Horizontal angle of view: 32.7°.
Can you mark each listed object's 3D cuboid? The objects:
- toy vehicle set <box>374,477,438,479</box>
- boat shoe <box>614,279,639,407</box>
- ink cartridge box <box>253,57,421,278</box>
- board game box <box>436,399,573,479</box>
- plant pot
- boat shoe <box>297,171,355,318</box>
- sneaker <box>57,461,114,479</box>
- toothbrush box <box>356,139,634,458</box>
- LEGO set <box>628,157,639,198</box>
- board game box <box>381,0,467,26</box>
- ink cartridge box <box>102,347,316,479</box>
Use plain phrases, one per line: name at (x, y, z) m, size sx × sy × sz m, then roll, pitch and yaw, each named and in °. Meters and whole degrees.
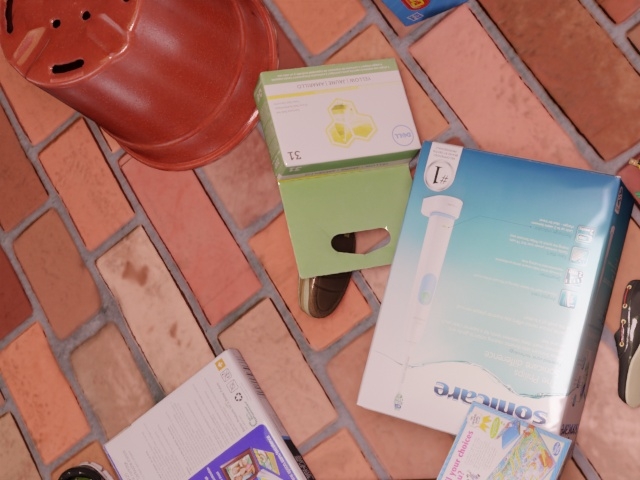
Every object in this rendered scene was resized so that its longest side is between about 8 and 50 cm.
toy vehicle set at (0.076, 0.345, 1.180) m, size 0.267 × 0.035 × 0.166 m, roll -6°, pitch 86°, yaw 18°
boat shoe at (0.330, 0.106, 1.133) m, size 0.042 × 0.049 × 0.133 m, roll 11°, pitch 92°, yaw 53°
ink cartridge box at (0.032, -0.087, 1.244) m, size 0.171 × 0.056 × 0.235 m, roll -9°, pitch 71°, yaw -18°
board game box at (0.162, 0.242, 1.033) m, size 0.103 × 0.026 × 0.154 m, roll 21°, pitch 73°, yaw 24°
plant pot at (-0.230, -0.246, 1.323) m, size 0.272 × 0.265 × 0.272 m, roll -5°, pitch 78°, yaw 23°
boat shoe at (0.000, 0.000, 1.293) m, size 0.072 × 0.068 × 0.190 m, roll 2°, pitch 69°, yaw 38°
sneaker at (-0.261, 0.333, 1.337) m, size 0.170 × 0.075 × 0.063 m, roll 35°, pitch 96°, yaw 25°
toothbrush box at (0.188, 0.064, 1.156) m, size 0.216 × 0.126 × 0.295 m, roll 12°, pitch 85°, yaw 24°
LEGO set at (0.448, -0.150, 1.041) m, size 0.255 × 0.192 × 0.331 m, roll 35°, pitch 95°, yaw 25°
board game box at (0.043, -0.436, 1.214) m, size 0.086 × 0.302 × 0.308 m, roll -21°, pitch 72°, yaw 20°
ink cartridge box at (-0.133, 0.272, 1.307) m, size 0.208 × 0.045 × 0.206 m, roll -38°, pitch 69°, yaw 12°
